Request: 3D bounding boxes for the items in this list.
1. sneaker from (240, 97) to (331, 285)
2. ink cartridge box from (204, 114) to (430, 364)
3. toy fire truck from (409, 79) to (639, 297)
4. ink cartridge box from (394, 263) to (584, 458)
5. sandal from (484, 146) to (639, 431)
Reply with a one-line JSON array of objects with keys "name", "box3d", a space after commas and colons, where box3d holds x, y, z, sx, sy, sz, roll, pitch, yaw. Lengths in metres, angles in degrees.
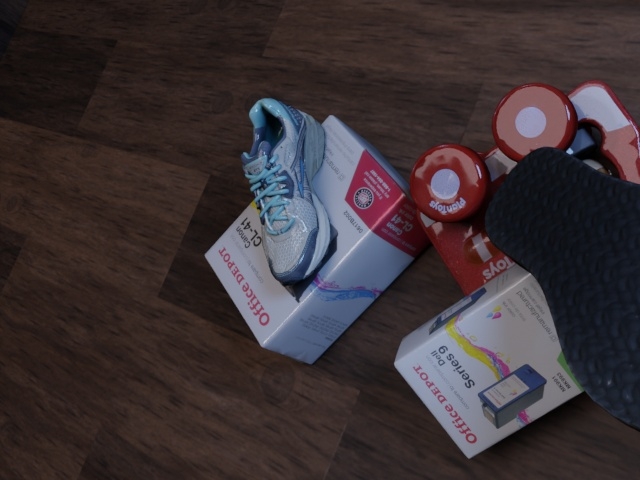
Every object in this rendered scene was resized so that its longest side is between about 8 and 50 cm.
[{"name": "sneaker", "box3d": [-0.065, -0.073, 1.124, 0.110, 0.122, 0.283, -21, 59, 29]}, {"name": "ink cartridge box", "box3d": [0.000, 0.000, 1.212, 0.306, 0.131, 0.226, -46, 50, 10]}, {"name": "toy fire truck", "box3d": [0.278, -0.043, 1.018, 0.302, 0.169, 0.254, -35, 77, 21]}, {"name": "ink cartridge box", "box3d": [0.219, 0.138, 0.963, 0.212, 0.093, 0.154, -36, 93, 21]}, {"name": "sandal", "box3d": [0.283, 0.026, 0.743, 0.167, 0.107, 0.446, -54, 18, 18]}]
